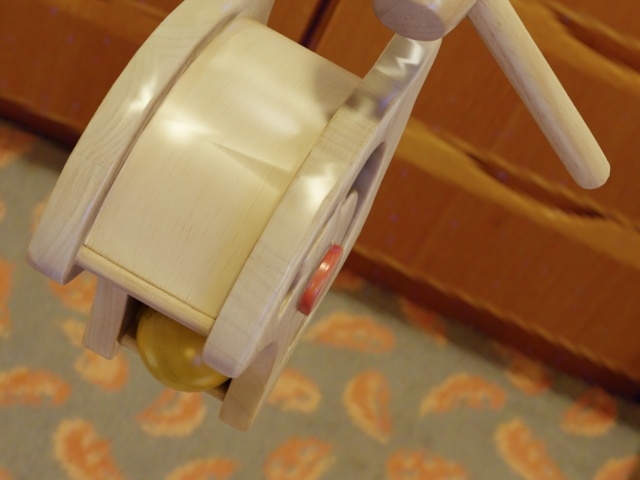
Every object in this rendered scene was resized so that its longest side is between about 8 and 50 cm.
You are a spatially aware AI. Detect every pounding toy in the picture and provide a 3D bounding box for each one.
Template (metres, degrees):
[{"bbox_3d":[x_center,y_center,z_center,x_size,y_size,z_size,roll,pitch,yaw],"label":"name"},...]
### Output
[{"bbox_3d":[0.000,0.000,0.617,0.155,0.269,0.154,29,60,4],"label":"pounding toy"}]
